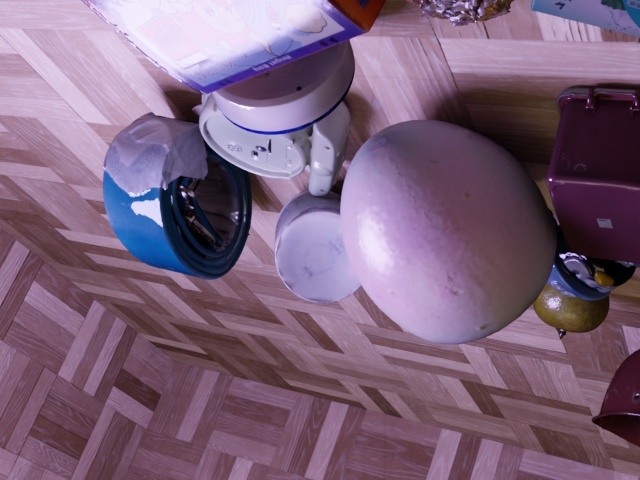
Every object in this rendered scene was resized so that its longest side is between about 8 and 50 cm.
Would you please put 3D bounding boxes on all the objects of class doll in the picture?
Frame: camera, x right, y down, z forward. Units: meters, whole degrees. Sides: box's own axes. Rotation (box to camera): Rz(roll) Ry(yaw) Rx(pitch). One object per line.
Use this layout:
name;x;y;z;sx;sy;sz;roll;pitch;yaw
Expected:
doll;0.520;0.031;1.700;0.177;0.141;0.314;32;153;-18

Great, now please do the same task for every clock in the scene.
clock;-0.066;-0.276;1.397;0.230;0.230;0.083;13;157;21
clock;-0.108;-0.216;1.739;0.324;0.109;0.265;19;159;6

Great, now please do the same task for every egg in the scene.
egg;0.187;-0.046;1.550;0.354;0.355;0.340;-1;144;44

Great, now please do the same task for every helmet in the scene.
helmet;0.810;0.351;2.057;0.337;0.230;0.385;7;162;29

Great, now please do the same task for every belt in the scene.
belt;-0.293;-0.093;1.938;0.173;0.300;0.436;13;158;18

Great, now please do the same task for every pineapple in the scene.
pineapple;0.176;-0.355;1.204;0.224;0.076;0.225;17;157;8

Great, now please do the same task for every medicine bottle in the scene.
medicine bottle;0.000;0.000;1.868;0.189;0.190;0.332;24;-171;-7

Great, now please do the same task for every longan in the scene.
longan;0.522;0.131;1.900;0.145;0.176;0.155;-11;-153;-17

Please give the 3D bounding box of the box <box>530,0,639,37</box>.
box;0.384;-0.321;1.065;0.244;0.092;0.153;16;158;11

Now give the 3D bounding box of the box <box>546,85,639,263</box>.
box;0.466;-0.093;1.426;0.193;0.168;0.294;10;155;31

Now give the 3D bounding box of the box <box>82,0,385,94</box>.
box;-0.109;-0.391;1.106;0.318;0.257;0.348;40;152;-30
